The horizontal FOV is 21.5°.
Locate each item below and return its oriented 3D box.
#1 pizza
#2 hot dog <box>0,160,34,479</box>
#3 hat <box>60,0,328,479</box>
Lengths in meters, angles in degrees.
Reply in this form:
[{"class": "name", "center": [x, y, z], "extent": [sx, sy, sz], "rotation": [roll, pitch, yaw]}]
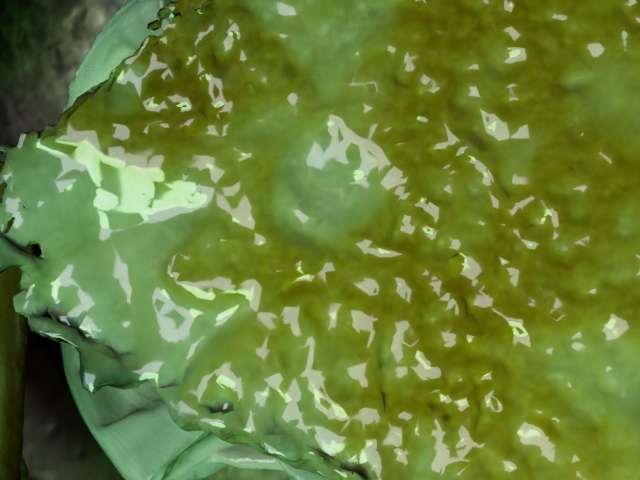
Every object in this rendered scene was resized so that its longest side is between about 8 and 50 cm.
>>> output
[{"class": "pizza", "center": [0.152, -0.008, 0.616], "extent": [0.435, 0.080, 0.392], "rotation": [-41, 85, -5]}, {"class": "hot dog", "center": [-0.183, 0.104, 0.725], "extent": [0.135, 0.100, 0.337], "rotation": [-21, 47, 19]}, {"class": "hat", "center": [0.000, 0.000, 0.757], "extent": [0.226, 0.164, 0.219], "rotation": [4, 99, -17]}]
